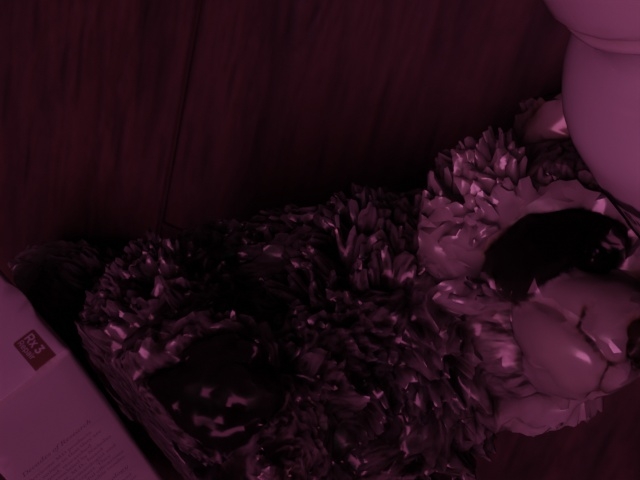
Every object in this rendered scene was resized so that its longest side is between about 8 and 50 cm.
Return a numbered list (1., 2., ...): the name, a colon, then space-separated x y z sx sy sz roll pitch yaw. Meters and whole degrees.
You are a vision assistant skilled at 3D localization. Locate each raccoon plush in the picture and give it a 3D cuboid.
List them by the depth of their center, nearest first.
1. raccoon plush: 0.000 0.000 0.635 0.446 0.299 0.216 35 157 40

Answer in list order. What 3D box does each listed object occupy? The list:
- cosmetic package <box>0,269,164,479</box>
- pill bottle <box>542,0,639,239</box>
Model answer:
1. cosmetic package: -0.191 0.128 0.728 0.117 0.085 0.231 38 160 36
2. pill bottle: 0.207 -0.044 0.419 0.176 0.176 0.318 -22 129 31
